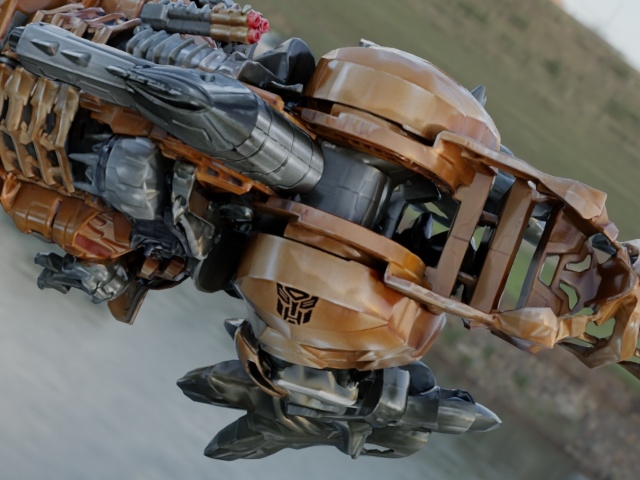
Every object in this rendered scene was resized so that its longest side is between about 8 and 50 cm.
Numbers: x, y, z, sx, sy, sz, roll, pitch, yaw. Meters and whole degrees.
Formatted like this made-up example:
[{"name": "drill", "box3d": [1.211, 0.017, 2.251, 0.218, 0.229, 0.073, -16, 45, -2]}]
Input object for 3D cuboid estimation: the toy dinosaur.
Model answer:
[{"name": "toy dinosaur", "box3d": [0.000, 0.000, 0.559, 0.322, 0.164, 0.218, 41, -4, 13]}]
